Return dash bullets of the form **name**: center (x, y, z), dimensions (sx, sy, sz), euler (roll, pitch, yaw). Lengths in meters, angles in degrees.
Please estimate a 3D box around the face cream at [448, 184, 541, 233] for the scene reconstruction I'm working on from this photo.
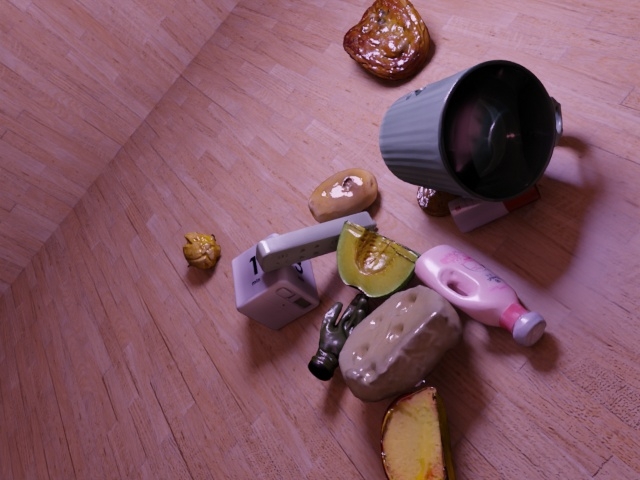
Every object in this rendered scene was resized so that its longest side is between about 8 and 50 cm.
- **face cream**: center (0.450, -0.104, 1.479), dimensions (0.214, 0.096, 0.096), euler (-27, 49, 24)

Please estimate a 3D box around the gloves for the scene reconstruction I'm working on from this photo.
- **gloves**: center (0.058, 0.259, 1.565), dimensions (0.135, 0.107, 0.268), euler (28, 68, 16)

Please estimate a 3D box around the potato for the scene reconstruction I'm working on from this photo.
- **potato**: center (0.071, -0.140, 1.797), dimensions (0.233, 0.146, 0.151), euler (-25, 90, 8)

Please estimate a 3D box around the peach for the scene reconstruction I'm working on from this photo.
- **peach**: center (0.218, 0.476, 1.255), dimensions (0.158, 0.154, 0.268), euler (-17, 62, 21)

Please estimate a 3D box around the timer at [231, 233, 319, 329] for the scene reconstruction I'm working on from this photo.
- **timer**: center (-0.141, 0.130, 1.758), dimensions (0.194, 0.192, 0.195), euler (-33, 47, 20)

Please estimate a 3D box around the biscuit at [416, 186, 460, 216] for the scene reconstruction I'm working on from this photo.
- **biscuit**: center (0.363, -0.151, 1.634), dimensions (0.187, 0.027, 0.188), euler (-23, 49, 29)

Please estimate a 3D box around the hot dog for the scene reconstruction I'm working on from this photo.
- **hot dog**: center (0.226, -0.725, 2.021), dimensions (0.267, 0.174, 0.388), euler (-44, 44, 12)

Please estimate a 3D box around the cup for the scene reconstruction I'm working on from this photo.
- **cup**: center (0.383, -0.251, 1.437), dimensions (0.392, 0.400, 0.311), euler (21, 94, 69)

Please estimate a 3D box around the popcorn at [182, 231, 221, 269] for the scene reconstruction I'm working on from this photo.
- **popcorn**: center (-0.445, 0.036, 2.120), dimensions (0.152, 0.149, 0.167), euler (-40, 50, -20)

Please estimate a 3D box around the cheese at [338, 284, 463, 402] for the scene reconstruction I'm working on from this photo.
- **cheese**: center (0.190, 0.242, 1.369), dimensions (0.326, 0.115, 0.318), euler (-32, 16, 46)

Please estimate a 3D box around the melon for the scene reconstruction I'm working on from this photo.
- **melon**: center (0.163, 0.072, 1.596), dimensions (0.265, 0.129, 0.169), euler (29, 97, 34)

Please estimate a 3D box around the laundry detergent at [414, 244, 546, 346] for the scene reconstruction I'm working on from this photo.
- **laundry detergent**: center (0.382, 0.127, 1.365), dimensions (0.158, 0.088, 0.335), euler (-20, 39, -26)

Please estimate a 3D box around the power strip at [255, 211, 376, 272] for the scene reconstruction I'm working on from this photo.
- **power strip**: center (0.000, 0.000, 1.662), dimensions (0.384, 0.091, 0.062), euler (-16, 55, -21)
